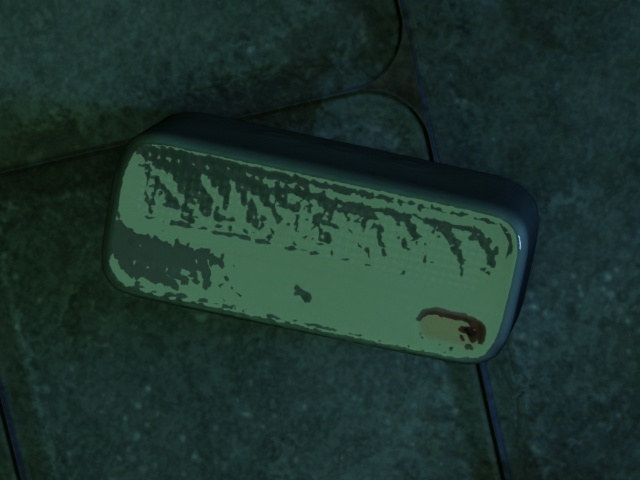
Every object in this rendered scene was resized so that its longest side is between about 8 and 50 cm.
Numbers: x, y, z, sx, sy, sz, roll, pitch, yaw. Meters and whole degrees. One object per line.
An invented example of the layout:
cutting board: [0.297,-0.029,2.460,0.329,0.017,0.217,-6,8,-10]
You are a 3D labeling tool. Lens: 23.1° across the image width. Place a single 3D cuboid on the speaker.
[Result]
speaker: [0.000,0.000,1.497,0.406,0.184,0.183,12,98,6]
